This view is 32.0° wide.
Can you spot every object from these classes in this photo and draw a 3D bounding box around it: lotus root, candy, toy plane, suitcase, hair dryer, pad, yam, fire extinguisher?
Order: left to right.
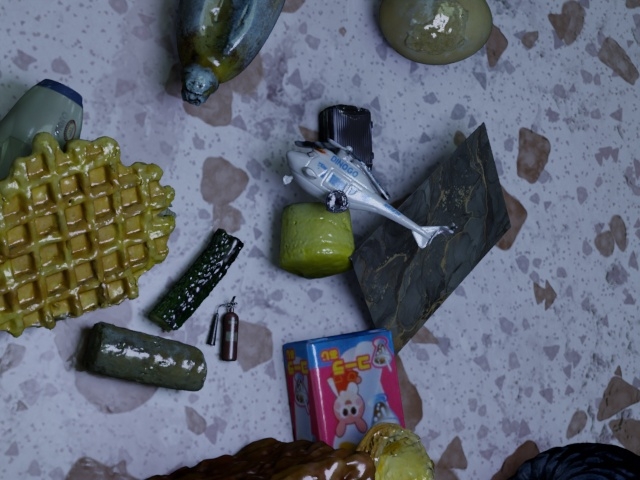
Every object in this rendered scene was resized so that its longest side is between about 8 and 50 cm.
[{"bbox_3d":[-0.387,-0.037,1.599,0.296,0.119,0.298,-48,119,-18],"label":"hair dryer"},{"bbox_3d":[-0.257,0.173,1.643,0.179,0.078,0.078,15,76,-26],"label":"yam"},{"bbox_3d":[-0.151,0.137,1.735,0.046,0.032,0.100,1,82,6],"label":"fire extinguisher"},{"bbox_3d":[-0.148,-0.349,1.735,0.158,0.140,0.322,20,79,-7],"label":"lotus root"},{"bbox_3d":[0.041,-0.162,1.858,0.086,0.059,0.126,3,80,-29],"label":"suitcase"},{"bbox_3d":[0.046,0.301,1.778,0.157,0.100,0.306,-7,86,-30],"label":"candy"},{"bbox_3d":[0.068,-0.065,1.735,0.273,0.182,0.107,36,87,-17],"label":"toy plane"},{"bbox_3d":[0.196,0.003,1.882,0.367,0.007,0.247,-44,133,-26],"label":"pad"}]

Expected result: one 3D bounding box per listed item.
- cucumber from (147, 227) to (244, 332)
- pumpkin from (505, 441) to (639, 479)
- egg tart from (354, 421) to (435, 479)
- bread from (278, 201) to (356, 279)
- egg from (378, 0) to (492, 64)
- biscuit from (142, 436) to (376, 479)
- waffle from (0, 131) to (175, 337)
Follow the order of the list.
[{"bbox_3d":[-0.187,0.061,1.708,0.058,0.058,0.187,46,64,-16],"label":"cucumber"},{"bbox_3d":[0.422,0.500,1.813,0.266,0.363,0.363,48,65,-20],"label":"pumpkin"},{"bbox_3d":[0.097,0.377,1.671,0.212,0.090,0.212,10,76,-48],"label":"egg tart"},{"bbox_3d":[0.000,0.000,1.775,0.129,0.111,0.114,22,59,-61],"label":"bread"},{"bbox_3d":[0.198,-0.377,1.910,0.201,0.164,0.164,4,81,-20],"label":"egg"},{"bbox_3d":[-0.144,0.399,1.528,0.395,0.342,0.166,-15,94,-27],"label":"biscuit"},{"bbox_3d":[-0.345,0.000,1.566,0.312,0.060,0.307,19,97,-43],"label":"waffle"}]
